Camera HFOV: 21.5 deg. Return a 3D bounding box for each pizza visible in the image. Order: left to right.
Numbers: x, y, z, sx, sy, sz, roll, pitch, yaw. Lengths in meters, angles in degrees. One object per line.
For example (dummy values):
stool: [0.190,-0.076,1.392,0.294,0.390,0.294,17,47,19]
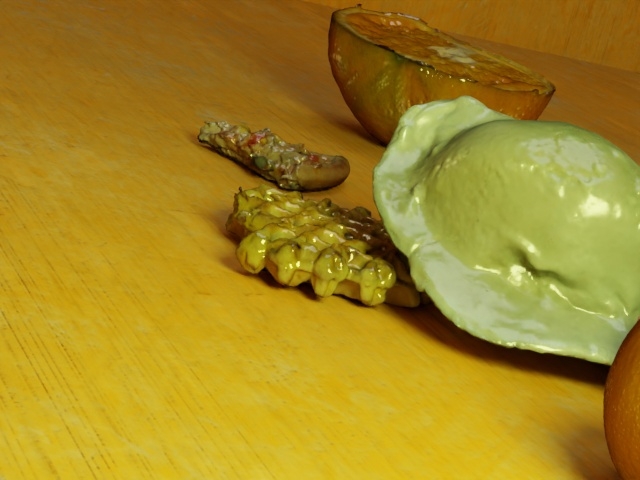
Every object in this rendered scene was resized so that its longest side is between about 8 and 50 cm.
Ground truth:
pizza: [-0.062,-0.111,2.068,0.195,0.052,0.185,20,12,17]

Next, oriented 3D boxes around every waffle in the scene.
waffle: [0.000,0.001,1.695,0.249,0.056,0.253,4,20,-41]

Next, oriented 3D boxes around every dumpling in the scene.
dumpling: [0.213,-0.016,1.621,0.320,0.212,0.270,16,7,37]

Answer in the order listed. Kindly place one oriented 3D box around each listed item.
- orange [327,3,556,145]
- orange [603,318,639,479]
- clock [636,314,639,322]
orange: [0.154,-0.241,2.395,0.310,0.274,0.274,53,21,5]
orange: [0.311,0.121,1.270,0.206,0.206,0.206,14,14,-4]
clock: [0.398,0.115,1.478,0.194,0.100,0.195,6,20,-45]
